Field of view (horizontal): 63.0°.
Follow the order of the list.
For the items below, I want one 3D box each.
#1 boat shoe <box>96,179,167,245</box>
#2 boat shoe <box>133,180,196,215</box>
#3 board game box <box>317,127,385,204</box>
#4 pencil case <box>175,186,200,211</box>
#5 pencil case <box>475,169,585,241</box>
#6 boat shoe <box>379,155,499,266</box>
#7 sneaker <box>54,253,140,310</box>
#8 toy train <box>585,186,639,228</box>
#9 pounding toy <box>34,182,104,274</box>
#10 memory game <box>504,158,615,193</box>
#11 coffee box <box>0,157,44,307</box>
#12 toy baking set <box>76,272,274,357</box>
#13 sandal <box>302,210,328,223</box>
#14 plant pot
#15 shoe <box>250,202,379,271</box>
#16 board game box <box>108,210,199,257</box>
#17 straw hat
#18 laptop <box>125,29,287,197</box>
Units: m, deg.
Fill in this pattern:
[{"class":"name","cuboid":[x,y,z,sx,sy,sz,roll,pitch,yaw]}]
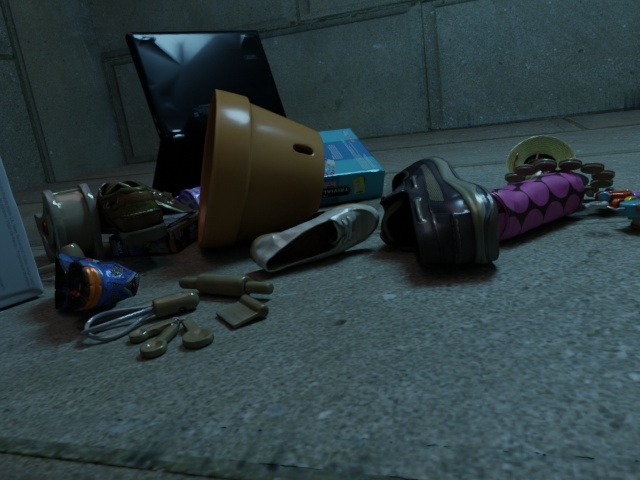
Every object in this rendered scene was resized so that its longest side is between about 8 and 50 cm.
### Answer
[{"class":"boat shoe","cuboid":[-0.374,-0.068,1.010,0.111,0.104,0.307,-21,19,-33]},{"class":"boat shoe","cuboid":[-0.352,-0.084,1.187,0.178,0.060,0.064,23,-34,-38]},{"class":"board game box","cuboid":[-0.043,-0.182,1.312,0.336,0.079,0.253,-9,37,-14]},{"class":"pencil case","cuboid":[-0.259,-0.113,1.332,0.088,0.086,0.206,33,35,28]},{"class":"pencil case","cuboid":[0.331,-0.061,0.853,0.209,0.095,0.098,-14,-1,-30]},{"class":"boat shoe","cuboid":[0.155,-0.054,0.826,0.130,0.132,0.355,-10,15,-4]},{"class":"sneaker","cuboid":[-0.329,0.064,0.755,0.087,0.083,0.221,4,2,-38]},{"class":"toy train","cuboid":[0.479,-0.051,0.822,0.125,0.046,0.166,2,14,35]},{"class":"pounding toy","cuboid":[-0.511,-0.020,0.991,0.155,0.154,0.269,-18,18,-35]},{"class":"memory game","cuboid":[0.432,-0.111,0.950,0.186,0.012,0.186,7,-13,2]},{"class":"coffee box","cuboid":[-0.699,-0.036,0.789,0.334,0.337,0.338,5,20,41]},{"class":"toy baking set","cuboid":[-0.191,0.085,0.677,0.256,0.030,0.197,2,18,34]},{"class":"sandal","cuboid":[-0.008,-0.019,0.913,0.219,0.060,0.090,-13,16,-19]},{"class":"plant pot","cuboid":[-0.116,-0.121,0.991,0.204,0.290,0.291,6,11,-17]},{"class":"shoe","cuboid":[0.000,0.000,0.822,0.219,0.076,0.058,-20,21,-13]},{"class":"board game box","cuboid":[-0.330,-0.016,1.088,0.141,0.048,0.170,-6,15,13]},{"class":"straw hat","cuboid":[0.493,-0.163,1.179,0.145,0.144,0.061,-4,-25,14]},{"class":"laptop","cuboid":[-0.314,-0.317,1.407,0.382,0.407,0.236,-21,4,-40]}]
